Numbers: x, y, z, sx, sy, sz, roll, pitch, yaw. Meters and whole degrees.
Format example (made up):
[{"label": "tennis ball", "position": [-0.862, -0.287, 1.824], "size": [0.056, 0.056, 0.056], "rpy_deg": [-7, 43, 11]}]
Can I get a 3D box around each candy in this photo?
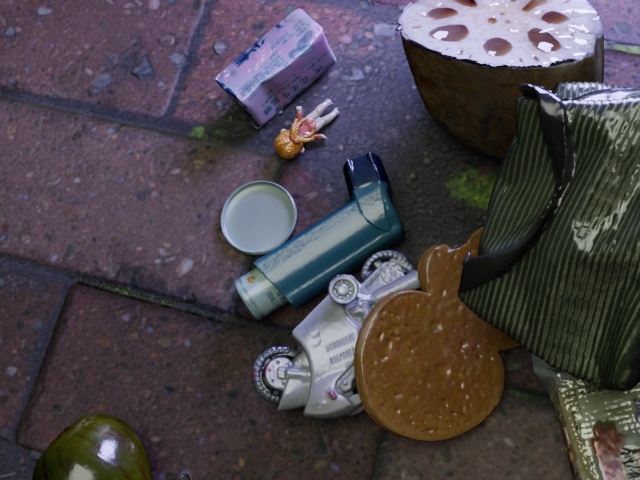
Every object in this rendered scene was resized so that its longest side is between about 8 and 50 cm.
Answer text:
[{"label": "candy", "position": [-0.060, -0.244, 1.529], "size": [0.160, 0.092, 0.073], "rpy_deg": [-40, 63, -1]}]

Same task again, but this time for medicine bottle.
[{"label": "medicine bottle", "position": [0.000, 0.000, 1.439], "size": [0.258, 0.079, 0.124], "rpy_deg": [-35, 71, 0]}]

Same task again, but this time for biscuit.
[{"label": "biscuit", "position": [0.369, 0.264, 1.265], "size": [0.186, 0.079, 0.309], "rpy_deg": [-12, 66, 4]}, {"label": "biscuit", "position": [0.160, 0.114, 1.345], "size": [0.202, 0.044, 0.289], "rpy_deg": [35, 74, -10]}]

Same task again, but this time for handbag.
[{"label": "handbag", "position": [0.312, -0.025, 1.200], "size": [0.240, 0.247, 0.341], "rpy_deg": [25, 115, 25]}]

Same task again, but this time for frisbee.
[{"label": "frisbee", "position": [-0.086, -0.031, 1.503], "size": [0.110, 0.014, 0.110], "rpy_deg": [-4, 71, 12]}]

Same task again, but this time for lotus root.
[{"label": "lotus root", "position": [0.239, -0.218, 1.404], "size": [0.272, 0.192, 0.272], "rpy_deg": [-8, 39, 7]}]

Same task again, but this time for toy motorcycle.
[{"label": "toy motorcycle", "position": [0.047, 0.140, 1.375], "size": [0.260, 0.110, 0.171], "rpy_deg": [-41, 84, -11]}]

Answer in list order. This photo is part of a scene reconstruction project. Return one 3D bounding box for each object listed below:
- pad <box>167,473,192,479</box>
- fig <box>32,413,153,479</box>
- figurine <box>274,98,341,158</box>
[{"label": "pad", "position": [-0.225, 0.379, 1.399], "size": [0.157, 0.003, 0.112], "rpy_deg": [-22, 68, 4]}, {"label": "fig", "position": [-0.246, 0.342, 1.364], "size": [0.259, 0.151, 0.151], "rpy_deg": [45, 85, 4]}, {"label": "figurine", "position": [-0.019, -0.159, 1.518], "size": [0.109, 0.047, 0.064], "rpy_deg": [-41, 91, -10]}]
